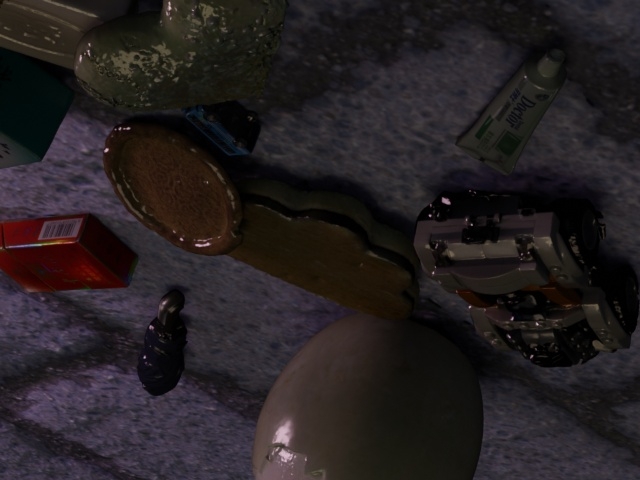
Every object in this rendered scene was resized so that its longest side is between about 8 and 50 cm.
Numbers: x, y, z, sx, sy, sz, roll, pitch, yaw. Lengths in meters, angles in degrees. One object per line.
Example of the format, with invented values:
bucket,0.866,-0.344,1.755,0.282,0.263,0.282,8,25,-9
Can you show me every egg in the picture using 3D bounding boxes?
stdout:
egg,0.049,0.267,1.913,0.278,0.336,0.278,22,157,10

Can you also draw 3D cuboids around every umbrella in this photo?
umbrella,-0.215,0.134,2.096,0.070,0.071,0.248,15,148,3

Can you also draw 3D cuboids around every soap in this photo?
soap,-0.266,-0.226,1.466,0.183,0.064,0.121,18,154,-1

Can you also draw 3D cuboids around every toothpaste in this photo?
toothpaste,0.183,-0.120,1.449,0.064,0.041,0.218,30,154,0

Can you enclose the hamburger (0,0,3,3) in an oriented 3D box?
hamburger,-0.379,-0.286,1.274,0.294,0.179,0.276,36,153,-5

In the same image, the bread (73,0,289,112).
bread,-0.111,-0.174,1.423,0.232,0.064,0.172,-24,155,25

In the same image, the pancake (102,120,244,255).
pancake,-0.162,-0.055,1.705,0.199,0.021,0.199,26,143,21

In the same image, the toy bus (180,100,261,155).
toy bus,-0.102,-0.124,1.590,0.046,0.038,0.083,-7,144,42

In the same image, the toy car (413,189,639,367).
toy car,0.229,0.048,1.649,0.193,0.118,0.301,-3,147,28

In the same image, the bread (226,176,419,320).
bread,0.000,0.000,1.738,0.286,0.056,0.207,24,153,-13

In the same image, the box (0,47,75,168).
box,-0.395,-0.172,1.581,0.245,0.092,0.153,36,154,-31

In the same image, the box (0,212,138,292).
box,-0.333,0.018,1.955,0.175,0.048,0.112,-4,146,34
